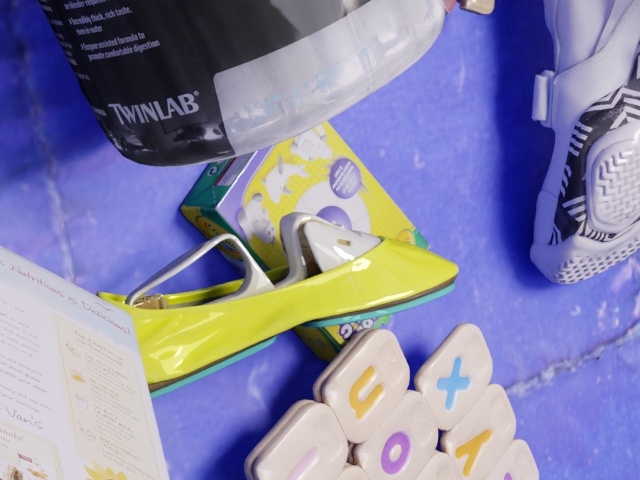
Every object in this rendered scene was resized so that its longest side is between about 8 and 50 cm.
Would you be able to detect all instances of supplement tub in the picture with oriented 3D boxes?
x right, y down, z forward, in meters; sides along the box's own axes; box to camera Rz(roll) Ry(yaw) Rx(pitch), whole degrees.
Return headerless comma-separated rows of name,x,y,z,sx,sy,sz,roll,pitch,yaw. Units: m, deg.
supplement tub,-0.083,-0.226,0.814,0.207,0.207,0.338,-39,116,-35

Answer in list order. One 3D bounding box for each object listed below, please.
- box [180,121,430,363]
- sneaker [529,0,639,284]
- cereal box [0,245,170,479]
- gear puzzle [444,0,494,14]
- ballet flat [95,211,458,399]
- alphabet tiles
box,0.000,0.000,1.003,0.179,0.043,0.105,49,61,-33
sneaker,0.204,-0.159,1.130,0.137,0.210,0.365,-10,131,-41
cereal box,-0.154,0.077,0.735,0.173,0.240,0.047,31,107,-28
gear puzzle,0.053,-0.328,1.053,0.175,0.044,0.338,8,82,-40
ballet flat,-0.027,0.026,0.918,0.231,0.077,0.077,-18,99,-16
alphabet tiles,0.047,0.200,1.036,0.278,0.021,0.284,-48,129,-31
